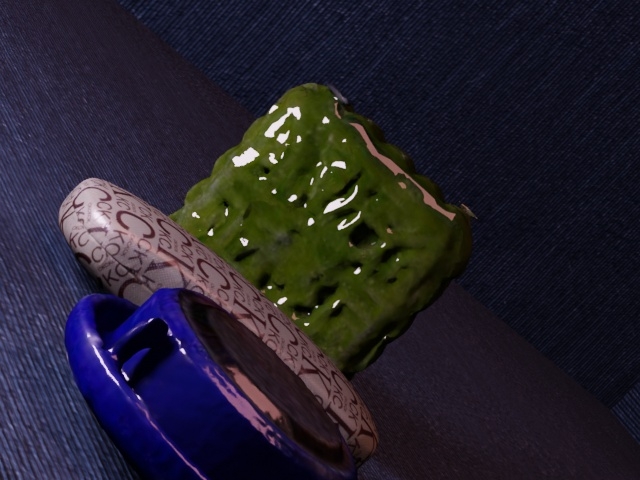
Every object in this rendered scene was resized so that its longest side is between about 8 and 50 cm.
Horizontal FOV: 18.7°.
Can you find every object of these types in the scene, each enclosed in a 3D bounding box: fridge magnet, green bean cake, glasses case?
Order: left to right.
[{"bbox_3d":[-0.072,0.131,1.377,0.265,0.112,0.265,45,8,-8],"label":"fridge magnet"},{"bbox_3d":[-0.085,0.076,1.693,0.354,0.085,0.137,41,9,-19],"label":"glasses case"},{"bbox_3d":[0.000,0.000,1.939,0.250,0.247,0.156,45,7,5],"label":"green bean cake"}]
